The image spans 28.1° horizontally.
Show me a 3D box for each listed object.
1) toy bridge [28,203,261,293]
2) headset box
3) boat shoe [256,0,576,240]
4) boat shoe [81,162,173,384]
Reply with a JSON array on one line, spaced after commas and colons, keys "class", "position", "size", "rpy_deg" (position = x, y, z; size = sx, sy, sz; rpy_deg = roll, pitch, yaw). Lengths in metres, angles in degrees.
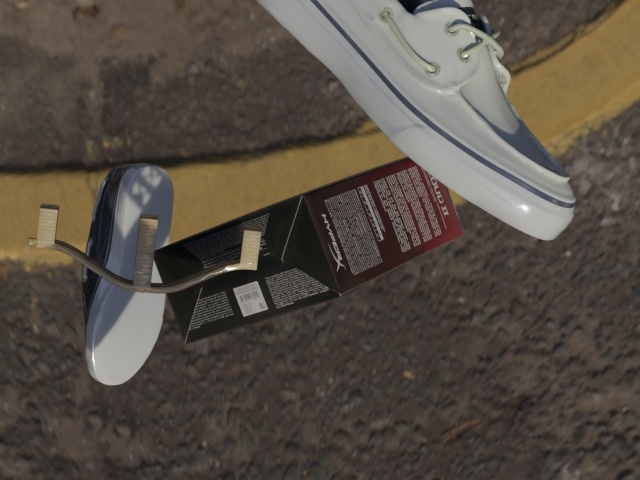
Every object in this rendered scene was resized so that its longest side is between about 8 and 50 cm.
[{"class": "toy bridge", "position": [-0.145, 0.010, 1.052], "size": [0.188, 0.026, 0.063], "rpy_deg": [6, 99, -9]}, {"class": "headset box", "position": [0.000, 0.000, 1.389], "size": [0.293, 0.218, 0.110], "rpy_deg": [-22, 93, -53]}, {"class": "boat shoe", "position": [0.056, -0.097, 0.674], "size": [0.226, 0.083, 0.076], "rpy_deg": [43, 111, 15]}, {"class": "boat shoe", "position": [-0.278, 0.042, 1.740], "size": [0.108, 0.102, 0.301], "rpy_deg": [9, 87, -44]}]
